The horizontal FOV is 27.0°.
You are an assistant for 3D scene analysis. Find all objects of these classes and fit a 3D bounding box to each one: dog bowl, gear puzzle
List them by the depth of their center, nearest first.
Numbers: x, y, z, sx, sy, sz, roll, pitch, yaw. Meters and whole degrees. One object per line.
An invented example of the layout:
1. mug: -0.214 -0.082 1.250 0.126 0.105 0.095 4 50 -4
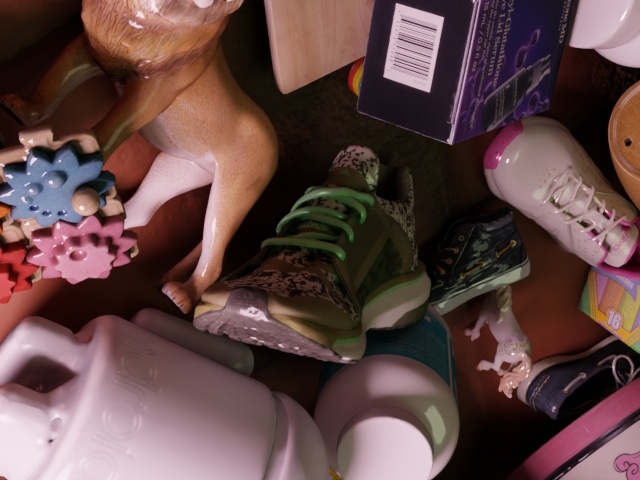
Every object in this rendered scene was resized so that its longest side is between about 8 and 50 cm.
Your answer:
1. gear puzzle: -0.311 0.016 0.996 0.339 0.044 0.175 -15 145 -4
2. dog bowl: 0.406 0.323 1.824 0.408 0.150 0.408 -31 158 -14

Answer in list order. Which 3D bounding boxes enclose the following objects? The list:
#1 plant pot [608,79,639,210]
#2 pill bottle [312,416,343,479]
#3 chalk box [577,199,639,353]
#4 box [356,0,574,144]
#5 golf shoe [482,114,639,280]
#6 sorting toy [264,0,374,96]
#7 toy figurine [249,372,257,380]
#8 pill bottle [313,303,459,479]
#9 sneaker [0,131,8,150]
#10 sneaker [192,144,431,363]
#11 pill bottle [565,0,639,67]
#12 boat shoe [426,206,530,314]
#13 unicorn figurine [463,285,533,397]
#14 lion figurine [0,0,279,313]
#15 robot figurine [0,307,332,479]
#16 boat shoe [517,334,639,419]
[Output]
1. plant pot: 0.428 -0.106 1.497 0.254 0.237 0.237 11 112 -56
2. pill bottle: 0.005 0.276 1.466 0.208 0.118 0.117 -63 162 -52
3. chalk box: 0.446 0.021 1.728 0.132 0.132 0.213 -11 126 -36
4. box: 0.141 -0.191 1.246 0.207 0.108 0.153 -23 129 -50
5. golf shoe: 0.299 -0.046 1.533 0.115 0.140 0.306 -53 139 6
6. sorting toy: 0.000 -0.225 1.186 0.132 0.046 0.274 -29 137 -23
7. toy figurine: -0.100 0.202 1.371 0.173 0.130 0.159 -57 133 -40
8. pill bottle: 0.068 0.162 1.371 0.146 0.264 0.146 1 109 4
9. sneaker: -0.289 -0.099 0.981 0.088 0.093 0.225 -45 140 -6
10. sneaker: 0.000 0.000 1.248 0.410 0.158 0.182 -20 117 -71
11. pill bottle: 0.375 -0.270 1.395 0.318 0.176 0.176 -9 126 -39
12. boat shoe: 0.147 0.027 1.516 0.183 0.065 0.083 -23 108 -13
13. unicorn figurine: 0.210 0.099 1.600 0.060 0.162 0.111 -28 163 -32
14. lion figurine: -0.112 -0.115 1.126 0.240 0.142 0.392 -47 155 -15
15. robot figurine: -0.140 0.198 1.199 0.353 0.300 0.200 27 141 -20
16. boat shoe: 0.385 0.190 1.840 0.254 0.079 0.095 -7 124 -39
